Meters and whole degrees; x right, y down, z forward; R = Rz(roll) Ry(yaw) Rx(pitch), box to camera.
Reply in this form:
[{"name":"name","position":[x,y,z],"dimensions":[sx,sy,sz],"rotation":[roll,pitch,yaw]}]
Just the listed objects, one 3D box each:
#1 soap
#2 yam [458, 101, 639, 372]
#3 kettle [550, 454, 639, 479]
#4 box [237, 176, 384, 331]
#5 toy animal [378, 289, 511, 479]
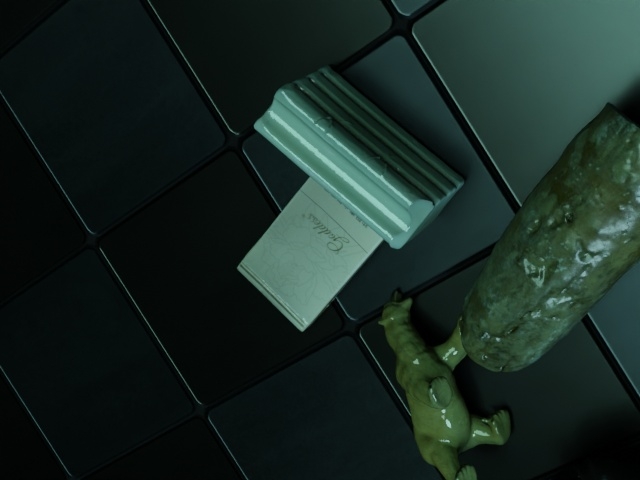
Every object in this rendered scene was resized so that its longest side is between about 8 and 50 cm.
[{"name":"soap","position":[0.042,-0.089,1.357],"dimensions":[0.198,0.119,0.066],"rotation":[41,122,8]},{"name":"yam","position":[0.247,0.009,1.291],"dimensions":[0.133,0.133,0.330],"rotation":[39,124,9]},{"name":"kettle","position":[0.336,0.357,1.344],"dimensions":[0.268,0.207,0.290],"rotation":[-8,95,-2]},{"name":"box","position":[0.000,0.000,1.458],"dimensions":[0.109,0.029,0.198],"rotation":[44,120,7]},{"name":"toy animal","position":[0.126,0.163,1.429],"dimensions":[0.101,0.103,0.219],"rotation":[-2,112,51]}]
